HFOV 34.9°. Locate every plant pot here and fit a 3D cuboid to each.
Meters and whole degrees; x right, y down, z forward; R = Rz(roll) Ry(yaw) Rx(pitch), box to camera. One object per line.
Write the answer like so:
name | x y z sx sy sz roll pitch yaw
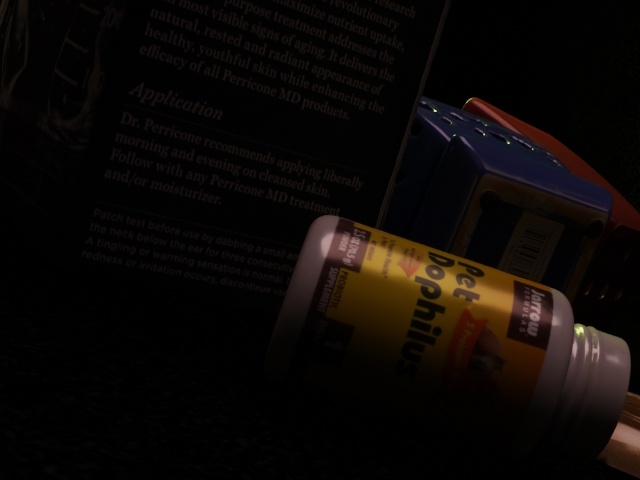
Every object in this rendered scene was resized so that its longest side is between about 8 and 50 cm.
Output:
plant pot | 0.278 0.006 1.330 0.235 0.267 0.267 36 14 32
plant pot | 0.133 -0.003 1.003 0.236 0.236 0.212 16 11 -31
plant pot | 0.271 0.159 0.846 0.236 0.032 0.236 19 5 -2

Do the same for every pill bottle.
pill bottle | 0.080 0.069 0.651 0.215 0.117 0.117 18 5 0

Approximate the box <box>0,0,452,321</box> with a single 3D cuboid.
box | -0.134 -0.221 0.977 0.297 0.472 0.480 15 6 -34
